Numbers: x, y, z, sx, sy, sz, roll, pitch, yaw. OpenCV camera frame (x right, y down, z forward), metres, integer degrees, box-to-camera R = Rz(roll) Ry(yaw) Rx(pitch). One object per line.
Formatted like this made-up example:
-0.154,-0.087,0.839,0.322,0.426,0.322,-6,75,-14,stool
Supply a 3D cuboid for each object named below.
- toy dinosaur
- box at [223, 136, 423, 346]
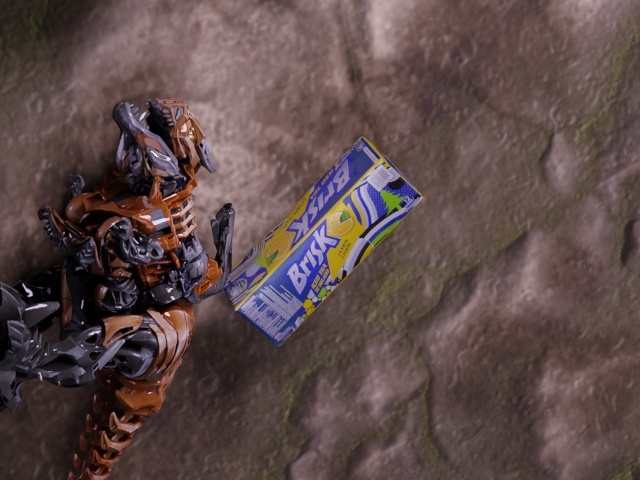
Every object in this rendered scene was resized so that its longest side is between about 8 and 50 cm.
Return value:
-0.164,0.055,1.222,0.218,0.164,0.322,-3,91,-32,toy dinosaur
0.000,0.000,1.286,0.169,0.059,0.054,-45,117,5,box
